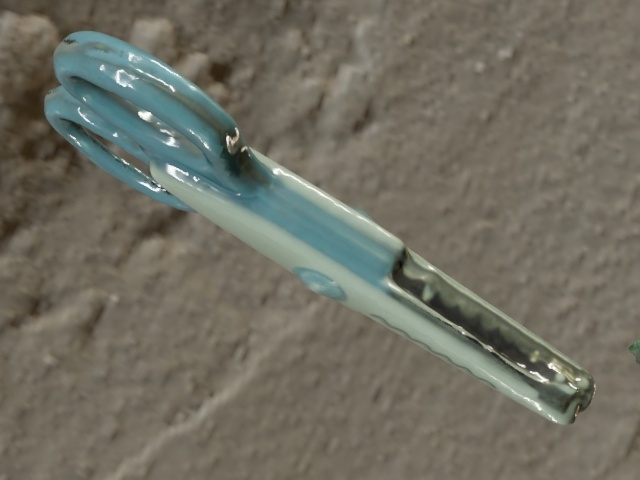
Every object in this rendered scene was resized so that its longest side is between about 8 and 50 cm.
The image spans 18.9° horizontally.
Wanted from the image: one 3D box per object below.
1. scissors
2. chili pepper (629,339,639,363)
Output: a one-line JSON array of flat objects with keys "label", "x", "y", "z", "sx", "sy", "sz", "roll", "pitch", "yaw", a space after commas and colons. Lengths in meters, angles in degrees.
[{"label": "scissors", "x": 0.000, "y": 0.000, "z": 0.876, "sx": 0.289, "sy": 0.138, "sz": 0.041, "roll": 31, "pitch": 70, "yaw": -3}, {"label": "chili pepper", "x": 0.211, "y": 0.049, "z": 0.630, "sx": 0.108, "sy": 0.216, "sz": 0.062, "roll": 60, "pitch": 33, "yaw": -43}]
